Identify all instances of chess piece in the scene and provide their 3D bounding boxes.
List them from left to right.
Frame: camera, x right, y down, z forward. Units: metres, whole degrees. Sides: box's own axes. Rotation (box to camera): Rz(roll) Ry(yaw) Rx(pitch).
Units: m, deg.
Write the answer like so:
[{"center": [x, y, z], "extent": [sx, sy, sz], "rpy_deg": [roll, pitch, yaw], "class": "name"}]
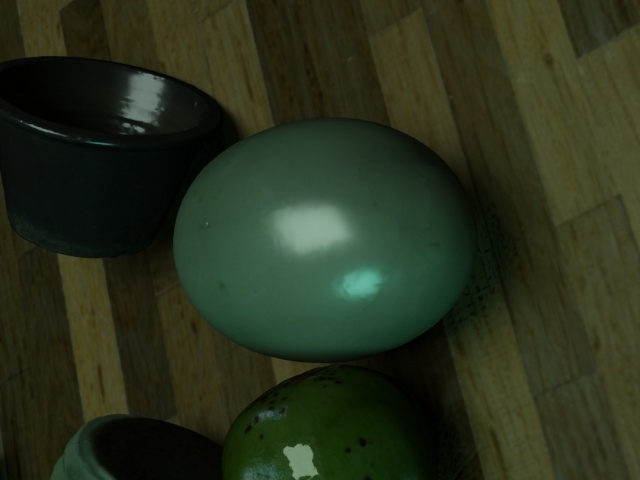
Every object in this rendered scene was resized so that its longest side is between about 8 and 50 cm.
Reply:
[{"center": [-0.182, 0.325, 1.389], "extent": [0.194, 0.195, 0.299], "rpy_deg": [39, 114, 39], "class": "chess piece"}]

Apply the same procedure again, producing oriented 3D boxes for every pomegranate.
[{"center": [0.016, 0.214, 1.259], "extent": [0.181, 0.181, 0.224], "rpy_deg": [-11, 94, 38], "class": "pomegranate"}]

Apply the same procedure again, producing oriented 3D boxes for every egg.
[{"center": [0.000, 0.000, 1.288], "extent": [0.283, 0.203, 0.202], "rpy_deg": [-1, 79, 43], "class": "egg"}]

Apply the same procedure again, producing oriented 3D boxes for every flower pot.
[{"center": [-0.223, -0.074, 1.508], "extent": [0.235, 0.235, 0.148], "rpy_deg": [32, 119, 40], "class": "flower pot"}]
